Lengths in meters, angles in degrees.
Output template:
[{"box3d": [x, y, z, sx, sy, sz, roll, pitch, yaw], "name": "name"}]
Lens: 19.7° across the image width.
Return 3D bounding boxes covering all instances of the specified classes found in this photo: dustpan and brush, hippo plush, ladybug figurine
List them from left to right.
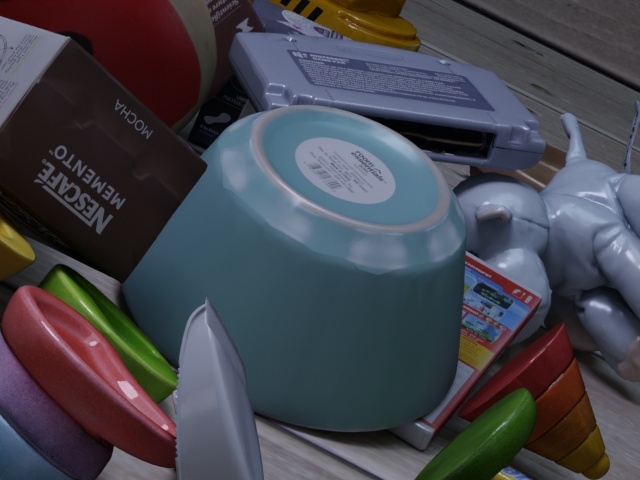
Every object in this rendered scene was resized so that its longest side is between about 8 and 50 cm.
[{"box3d": [-0.261, -0.206, 1.665, 0.305, 0.162, 0.449, 8, -31, 23], "name": "ladybug figurine"}, {"box3d": [-0.069, 0.160, 1.142, 0.147, 0.060, 0.211, 70, 7, -65], "name": "dustpan and brush"}, {"box3d": [0.246, 0.000, 1.860, 0.237, 0.294, 0.234, 0, -4, -34], "name": "hippo plush"}]

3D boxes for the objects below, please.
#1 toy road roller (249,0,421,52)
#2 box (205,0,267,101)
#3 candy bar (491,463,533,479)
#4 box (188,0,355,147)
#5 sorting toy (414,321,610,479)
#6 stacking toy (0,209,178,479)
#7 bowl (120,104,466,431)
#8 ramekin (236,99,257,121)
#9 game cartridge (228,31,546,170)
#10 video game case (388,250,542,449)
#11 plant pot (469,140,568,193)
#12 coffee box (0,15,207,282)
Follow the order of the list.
[{"box3d": [-0.008, -0.318, 2.444, 0.329, 0.240, 0.202, 36, 20, 31], "name": "toy road roller"}, {"box3d": [-0.243, -0.281, 2.050, 0.381, 0.191, 0.143, 42, -14, 42], "name": "box"}, {"box3d": [0.196, 0.224, 1.541, 0.161, 0.018, 0.040, 32, 19, 22], "name": "candy bar"}, {"box3d": [-0.041, -0.177, 2.160, 0.163, 0.142, 0.247, 24, 18, -4], "name": "box"}, {"box3d": [0.161, 0.193, 1.465, 0.126, 0.127, 0.365, 48, 27, -1], "name": "sorting toy"}, {"box3d": [-0.203, 0.102, 1.290, 0.309, 0.130, 0.279, 47, 1, 43], "name": "stacking toy"}, {"box3d": [0.000, 0.000, 1.564, 0.312, 0.163, 0.311, 16, 34, -11], "name": "bowl"}, {"box3d": [-0.005, -0.079, 1.946, 0.207, 0.109, 0.207, 32, 13, -8], "name": "ramekin"}, {"box3d": [0.061, -0.145, 1.855, 0.294, 0.060, 0.196, 7, 29, -19], "name": "game cartridge"}, {"box3d": [0.066, 0.066, 1.681, 0.204, 0.025, 0.285, 31, 34, 12], "name": "video game case"}, {"box3d": [0.272, -0.041, 2.250, 0.237, 0.109, 0.237, 23, 19, -8], "name": "plant pot"}, {"box3d": [-0.248, -0.089, 1.459, 0.168, 0.119, 0.297, 44, -14, -36], "name": "coffee box"}]
